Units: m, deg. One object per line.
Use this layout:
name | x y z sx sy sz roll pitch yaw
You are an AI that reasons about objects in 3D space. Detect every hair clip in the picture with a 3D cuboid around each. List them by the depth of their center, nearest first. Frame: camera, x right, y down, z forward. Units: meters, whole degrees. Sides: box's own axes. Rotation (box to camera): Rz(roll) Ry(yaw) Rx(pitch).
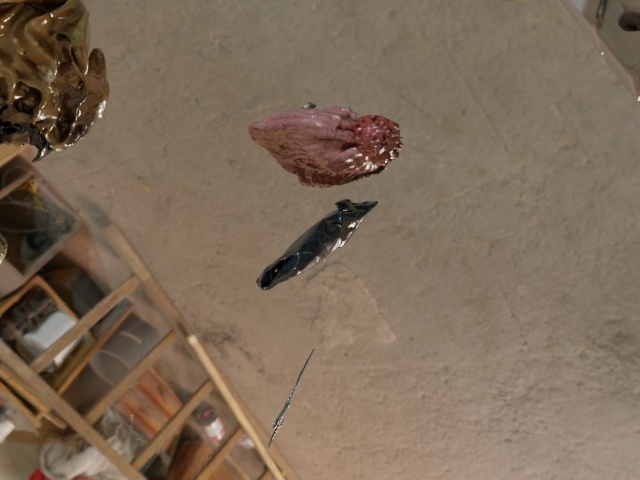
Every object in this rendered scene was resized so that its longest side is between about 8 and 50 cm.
hair clip | 0.421 -0.335 0.817 0.101 0.331 0.085 -23 141 19

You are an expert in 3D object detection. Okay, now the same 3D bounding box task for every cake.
cake | -0.514 -0.284 0.909 0.332 0.332 0.321 -23 98 37

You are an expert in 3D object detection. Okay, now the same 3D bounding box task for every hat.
hat | 0.030 -0.172 1.020 0.236 0.107 0.286 25 163 -38

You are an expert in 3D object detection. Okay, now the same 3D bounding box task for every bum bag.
bum bag | 0.000 0.000 1.105 0.074 0.310 0.137 53 150 -10

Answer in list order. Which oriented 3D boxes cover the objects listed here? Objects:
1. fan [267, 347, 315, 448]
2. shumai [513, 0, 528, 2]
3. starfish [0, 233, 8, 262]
fan | -0.032 0.165 0.577 0.005 0.175 0.113 24 87 6
shumai | 0.305 -0.423 0.512 0.323 0.398 0.324 3 157 8
starfish | -0.507 0.103 0.684 0.113 0.303 0.312 37 158 -7
